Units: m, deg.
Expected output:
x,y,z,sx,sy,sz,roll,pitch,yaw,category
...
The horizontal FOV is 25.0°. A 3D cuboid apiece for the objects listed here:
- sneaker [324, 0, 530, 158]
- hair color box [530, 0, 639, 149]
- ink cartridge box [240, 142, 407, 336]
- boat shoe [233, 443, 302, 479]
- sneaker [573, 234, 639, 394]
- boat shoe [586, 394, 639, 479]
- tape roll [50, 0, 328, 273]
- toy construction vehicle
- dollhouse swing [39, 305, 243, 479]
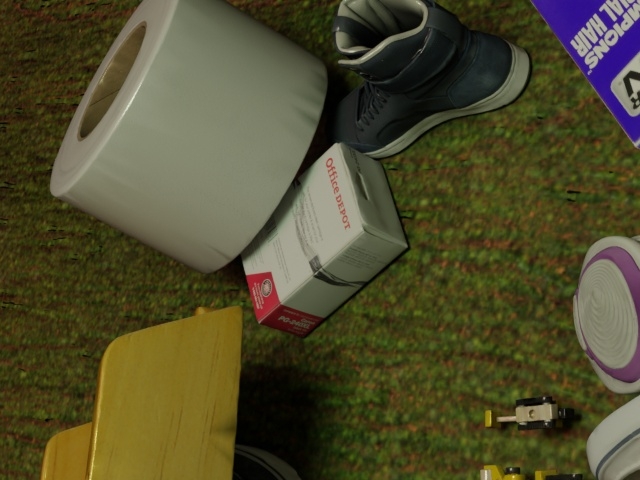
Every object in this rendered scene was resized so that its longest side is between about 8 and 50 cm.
x,y,z,sx,sy,sz,roll,pitch,yaw,category
0.046,-0.148,1.267,0.226,0.163,0.086,-22,59,43,sneaker
0.237,-0.177,1.044,0.110,0.185,0.339,-49,43,22,hair color box
0.000,0.000,1.327,0.150,0.063,0.109,-41,46,29,ink cartridge box
-0.056,0.268,1.238,0.108,0.102,0.301,-58,41,13,boat shoe
0.281,0.037,0.965,0.305,0.152,0.114,147,121,-65,sneaker
0.283,0.126,0.925,0.258,0.095,0.084,-33,49,38,boat shoe
-0.128,-0.112,1.384,0.246,0.169,0.246,-48,23,29,tape roll
0.165,0.163,1.095,0.098,0.035,0.086,-17,72,47,toy construction vehicle
-0.262,0.218,1.245,0.347,0.305,0.315,130,146,-63,dollhouse swing
